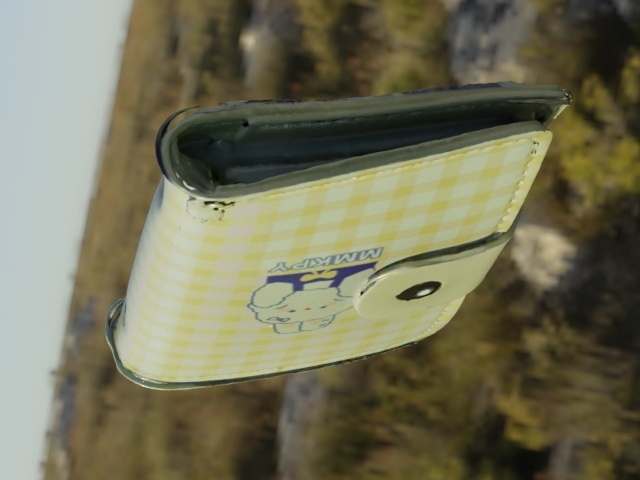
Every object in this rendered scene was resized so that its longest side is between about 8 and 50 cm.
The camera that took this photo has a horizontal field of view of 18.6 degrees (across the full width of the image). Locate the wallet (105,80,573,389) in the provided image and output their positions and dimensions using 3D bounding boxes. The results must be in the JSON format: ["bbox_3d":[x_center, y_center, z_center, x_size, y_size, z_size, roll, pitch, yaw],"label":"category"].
[{"bbox_3d":[0.000,0.000,1.084,0.309,0.223,0.077,121,142,-67],"label":"wallet"}]
